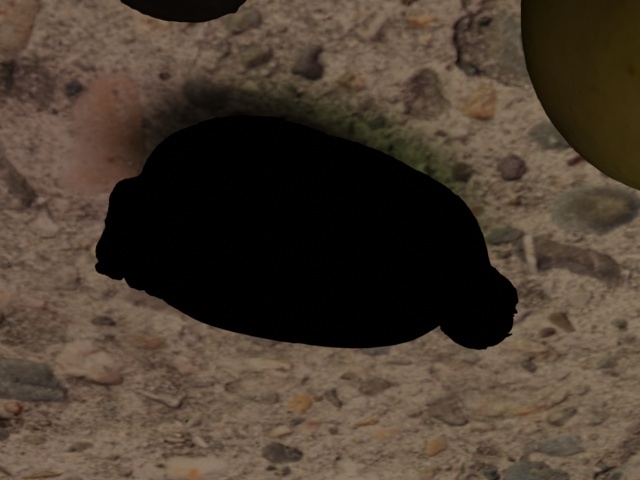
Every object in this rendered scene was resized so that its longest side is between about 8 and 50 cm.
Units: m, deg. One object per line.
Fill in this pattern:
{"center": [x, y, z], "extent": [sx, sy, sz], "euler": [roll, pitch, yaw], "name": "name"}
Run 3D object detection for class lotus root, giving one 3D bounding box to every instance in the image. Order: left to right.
{"center": [0.000, -0.002, 1.331], "extent": [0.349, 0.175, 0.175], "euler": [12, 135, -21], "name": "lotus root"}

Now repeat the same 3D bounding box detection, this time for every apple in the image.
{"center": [0.272, -0.157, 1.081], "extent": [0.292, 0.292, 0.254], "euler": [10, 116, -13], "name": "apple"}

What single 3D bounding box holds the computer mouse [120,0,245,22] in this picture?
{"center": [-0.078, -0.267, 1.089], "extent": [0.147, 0.088, 0.264], "euler": [23, 134, -3], "name": "computer mouse"}
